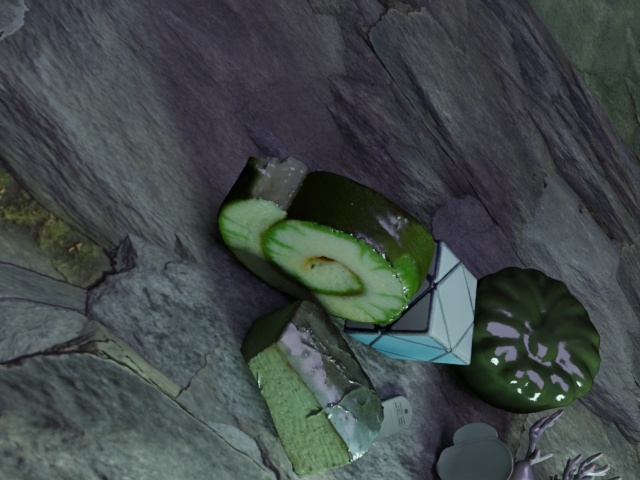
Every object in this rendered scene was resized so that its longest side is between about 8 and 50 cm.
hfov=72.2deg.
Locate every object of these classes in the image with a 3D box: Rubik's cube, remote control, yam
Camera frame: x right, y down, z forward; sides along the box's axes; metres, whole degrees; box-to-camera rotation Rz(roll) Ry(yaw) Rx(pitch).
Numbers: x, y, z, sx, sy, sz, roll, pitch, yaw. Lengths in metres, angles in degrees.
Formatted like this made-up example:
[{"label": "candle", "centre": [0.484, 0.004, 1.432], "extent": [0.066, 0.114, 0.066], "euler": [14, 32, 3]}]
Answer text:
[{"label": "Rubik's cube", "centre": [0.203, 0.138, 0.956], "extent": [0.205, 0.205, 0.207], "euler": [39, 55, -40]}, {"label": "remote control", "centre": [0.109, 0.399, 0.955], "extent": [0.245, 0.022, 0.077], "euler": [-5, 81, -36]}, {"label": "yam", "centre": [-0.022, 0.252, 0.813], "extent": [0.271, 0.202, 0.201], "euler": [54, 32, -7]}]

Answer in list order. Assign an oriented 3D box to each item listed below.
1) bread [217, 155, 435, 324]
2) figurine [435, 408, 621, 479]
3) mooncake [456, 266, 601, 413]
[{"label": "bread", "centre": [0.000, 0.000, 0.784], "extent": [0.382, 0.366, 0.129], "euler": [47, 56, -29]}, {"label": "figurine", "centre": [0.479, 0.527, 1.019], "extent": [0.316, 0.206, 0.284], "euler": [33, 101, -30]}, {"label": "mooncake", "centre": [0.504, 0.243, 1.102], "extent": [0.356, 0.194, 0.356], "euler": [7, 58, -11]}]
